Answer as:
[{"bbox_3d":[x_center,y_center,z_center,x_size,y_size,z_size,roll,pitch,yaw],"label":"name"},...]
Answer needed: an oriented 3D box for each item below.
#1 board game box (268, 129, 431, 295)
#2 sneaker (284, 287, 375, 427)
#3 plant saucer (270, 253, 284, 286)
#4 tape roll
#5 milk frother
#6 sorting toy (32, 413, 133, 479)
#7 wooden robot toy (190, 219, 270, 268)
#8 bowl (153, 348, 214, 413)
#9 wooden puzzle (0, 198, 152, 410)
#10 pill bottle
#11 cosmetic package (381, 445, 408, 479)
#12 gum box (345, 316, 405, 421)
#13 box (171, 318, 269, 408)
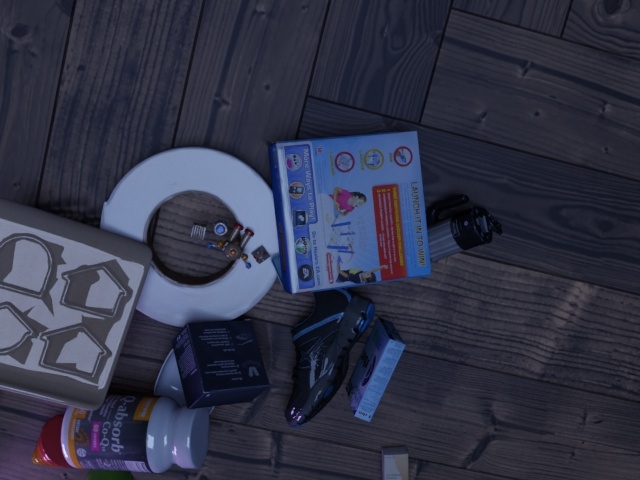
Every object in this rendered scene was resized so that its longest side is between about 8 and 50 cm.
[{"bbox_3d":[0.061,-0.061,1.639,0.301,0.086,0.309,-6,93,-15],"label":"board game box"},{"bbox_3d":[-0.006,0.251,1.746,0.139,0.125,0.341,30,101,18],"label":"sneaker"},{"bbox_3d":[-0.009,0.028,1.677,0.192,0.018,0.067,-26,98,-14],"label":"plant saucer"},{"bbox_3d":[-0.267,-0.009,1.677,0.391,0.072,0.393,-1,102,-5],"label":"tape roll"},{"bbox_3d":[0.308,-0.017,1.718,0.134,0.129,0.143,-22,138,34],"label":"milk frother"},{"bbox_3d":[-0.515,0.554,1.766,0.126,0.127,0.366,-32,104,29],"label":"sorting toy"},{"bbox_3d":[-0.180,0.006,1.611,0.173,0.079,0.076,28,98,-10],"label":"wooden robot toy"},{"bbox_3d":[-0.284,0.304,1.746,0.142,0.053,0.142,23,98,-10],"label":"bowl"},{"bbox_3d":[-0.537,0.128,1.565,0.322,0.080,0.348,19,82,-20],"label":"wooden puzzle"},{"bbox_3d":[-0.385,0.404,1.668,0.278,0.162,0.162,0,102,10],"label":"pill bottle"},{"bbox_3d":[0.173,0.539,1.838,0.060,0.041,0.115,-4,102,-4],"label":"cosmetic package"},{"bbox_3d":[0.117,0.277,1.723,0.041,0.157,0.185,23,98,-9],"label":"gum box"},{"bbox_3d":[-0.210,0.256,1.657,0.155,0.158,0.093,2,147,-36],"label":"box"}]
